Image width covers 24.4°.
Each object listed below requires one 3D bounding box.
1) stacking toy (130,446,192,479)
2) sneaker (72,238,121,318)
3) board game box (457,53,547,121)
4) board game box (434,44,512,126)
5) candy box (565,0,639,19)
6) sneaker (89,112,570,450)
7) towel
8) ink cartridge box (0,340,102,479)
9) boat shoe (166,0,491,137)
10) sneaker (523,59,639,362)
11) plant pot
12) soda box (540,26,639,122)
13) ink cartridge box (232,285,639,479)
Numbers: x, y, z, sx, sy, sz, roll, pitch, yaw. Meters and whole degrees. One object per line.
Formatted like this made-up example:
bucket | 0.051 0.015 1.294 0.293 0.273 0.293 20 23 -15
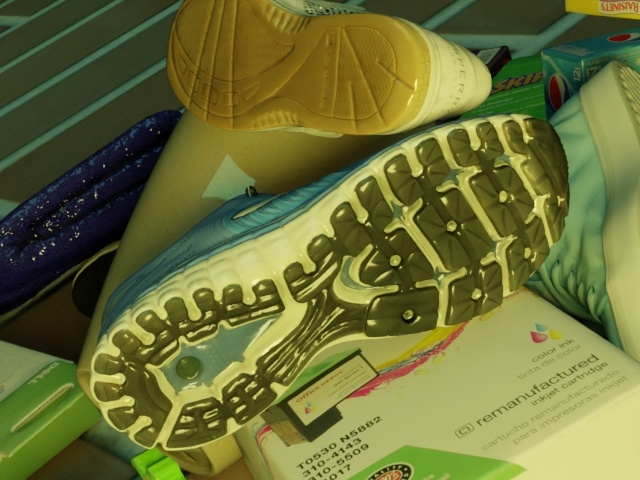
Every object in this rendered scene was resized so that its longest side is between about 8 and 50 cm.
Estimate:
stacking toy | -0.103 0.231 0.824 0.167 0.052 0.221 -27 50 -26
sneaker | -0.149 0.054 1.313 0.216 0.079 0.121 -10 27 26
board game box | 0.187 -0.111 1.402 0.124 0.039 0.259 -3 34 37
board game box | 0.037 -0.086 1.477 0.208 0.056 0.347 1 33 35
candy box | 0.322 -0.210 1.287 0.105 0.027 0.206 -20 23 -33
sneaker | 0.000 0.000 0.936 0.330 0.130 0.147 -24 27 -5
towel | -0.236 -0.010 1.419 0.227 0.076 0.308 -39 4 -22
ink cartridge box | -0.258 0.148 1.238 0.109 0.062 0.209 -39 28 -31
boat shoe | -0.001 -0.113 0.996 0.096 0.098 0.277 2 12 -41
sneaker | 0.208 0.020 1.047 0.150 0.135 0.366 -45 18 27
plant pot | -0.051 0.031 1.116 0.256 0.256 0.274 6 53 48
soda box | 0.296 -0.146 1.267 0.210 0.071 0.067 -15 20 -19
ink cartridge box | 0.071 0.125 0.920 0.201 0.117 0.278 -28 24 -11
